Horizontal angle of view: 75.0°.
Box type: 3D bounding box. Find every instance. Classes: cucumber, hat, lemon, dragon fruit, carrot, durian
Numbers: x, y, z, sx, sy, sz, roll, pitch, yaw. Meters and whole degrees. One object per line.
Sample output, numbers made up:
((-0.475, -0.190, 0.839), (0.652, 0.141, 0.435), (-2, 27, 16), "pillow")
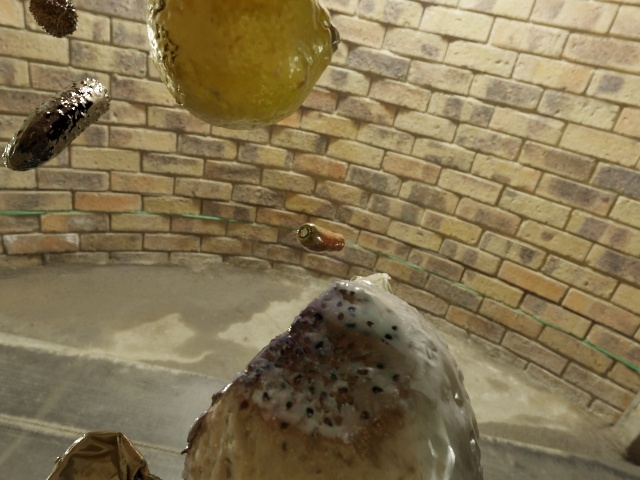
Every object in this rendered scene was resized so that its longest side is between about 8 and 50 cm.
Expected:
((-0.443, -0.206, 0.713), (0.072, 0.081, 0.304), (22, 30, -19), "cucumber")
((-0.237, 0.307, 0.482), (0.147, 0.175, 0.085), (-45, 43, -18), "hat")
((-0.154, -0.406, 0.844), (0.386, 0.350, 0.350), (-8, 25, 3), "lemon")
((0.038, 0.184, 0.365), (0.203, 0.221, 0.283), (34, 61, 25), "dragon fruit")
((0.000, 0.000, 1.303), (0.087, 0.087, 0.193), (32, 6, 35), "carrot")
((-0.507, -0.431, 0.790), (0.091, 0.080, 0.080), (38, 13, -27), "durian")

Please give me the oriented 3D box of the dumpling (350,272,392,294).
((0.092, 0.166, 0.919), (0.147, 0.193, 0.258), (39, 43, -21), "dumpling")
